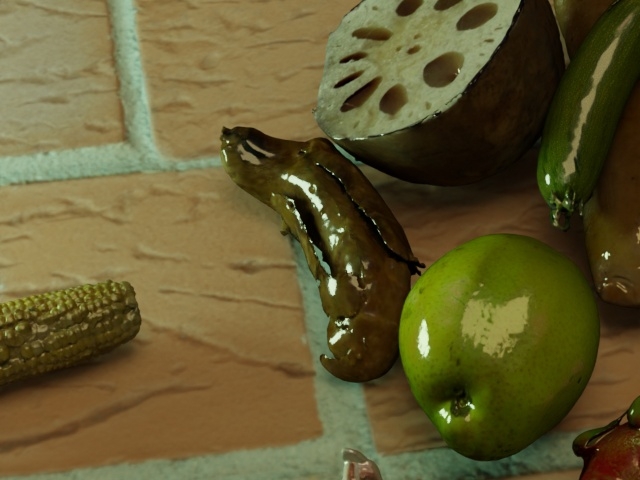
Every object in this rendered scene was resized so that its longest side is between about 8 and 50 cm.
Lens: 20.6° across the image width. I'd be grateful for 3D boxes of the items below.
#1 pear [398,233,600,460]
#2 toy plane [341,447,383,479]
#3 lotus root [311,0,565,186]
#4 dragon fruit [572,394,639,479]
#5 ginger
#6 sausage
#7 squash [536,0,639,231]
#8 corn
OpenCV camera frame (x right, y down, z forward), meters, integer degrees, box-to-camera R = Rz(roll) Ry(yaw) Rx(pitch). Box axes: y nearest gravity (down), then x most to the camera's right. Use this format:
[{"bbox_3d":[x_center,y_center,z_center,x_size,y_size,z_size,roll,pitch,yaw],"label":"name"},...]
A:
[{"bbox_3d":[0.159,0.098,1.615,0.187,0.187,0.219,23,53,16],"label":"pear"},{"bbox_3d":[-0.002,0.277,1.390,0.252,0.118,0.252,3,51,-3],"label":"toy plane"},{"bbox_3d":[0.136,-0.160,1.819,0.272,0.192,0.272,-20,47,23],"label":"lotus root"},{"bbox_3d":[0.262,0.234,1.538,0.175,0.138,0.142,-35,82,-13],"label":"dragon fruit"},{"bbox_3d":[0.013,-0.004,1.746,0.133,0.107,0.309,-30,55,6],"label":"ginger"},{"bbox_3d":[0.329,-0.134,1.845,0.136,0.123,0.500,-1,52,1],"label":"sausage"},{"bbox_3d":[0.276,-0.143,1.756,0.080,0.071,0.318,26,68,6],"label":"squash"},{"bbox_3d":[-0.311,0.100,1.661,0.288,0.086,0.086,-14,53,-13],"label":"corn"}]
